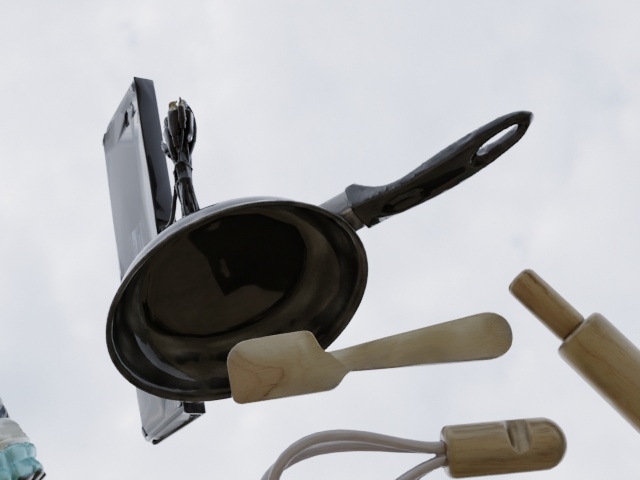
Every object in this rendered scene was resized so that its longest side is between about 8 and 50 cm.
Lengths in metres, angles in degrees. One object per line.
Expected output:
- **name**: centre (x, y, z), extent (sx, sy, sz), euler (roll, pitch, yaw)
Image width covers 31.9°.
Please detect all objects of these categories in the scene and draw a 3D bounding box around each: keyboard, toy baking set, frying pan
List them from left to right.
- **keyboard**: centre (-0.136, 0.002, 0.975), extent (0.033, 0.317, 0.201), euler (-1, -23, -28)
- **frying pan**: centre (-0.023, -0.006, 0.780), extent (0.197, 0.053, 0.326), euler (19, -61, -40)
- **toy baking set**: centre (0.083, 0.109, 0.520), extent (0.196, 0.030, 0.256), euler (-37, -105, -16)

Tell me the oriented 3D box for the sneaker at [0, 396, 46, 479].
- **sneaker**: centre (-0.271, 0.138, 0.724), extent (0.283, 0.110, 0.122), euler (-32, -99, 44)
